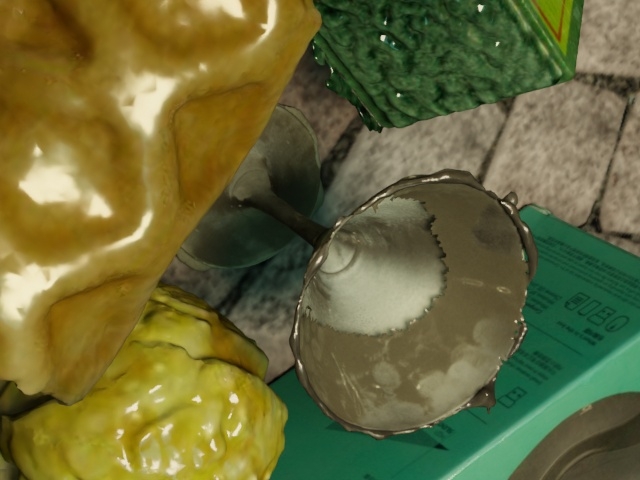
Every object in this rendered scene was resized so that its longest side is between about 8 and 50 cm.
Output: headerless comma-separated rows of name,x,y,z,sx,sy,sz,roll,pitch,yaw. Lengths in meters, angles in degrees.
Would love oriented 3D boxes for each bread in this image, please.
bread,-0.153,-0.067,0.869,0.196,0.238,0.252,29,84,-35

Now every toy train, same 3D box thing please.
toy train,0.049,-0.195,0.932,0.271,0.159,0.188,50,41,-37

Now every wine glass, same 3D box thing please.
wine glass,0.000,0.000,0.978,0.156,0.232,0.156,-11,113,-25

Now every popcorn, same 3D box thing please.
popcorn,-0.118,0.120,1.001,0.198,0.198,0.212,-13,137,-26

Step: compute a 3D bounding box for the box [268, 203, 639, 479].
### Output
box,0.093,0.124,1.100,0.311,0.205,0.118,-34,117,-15
